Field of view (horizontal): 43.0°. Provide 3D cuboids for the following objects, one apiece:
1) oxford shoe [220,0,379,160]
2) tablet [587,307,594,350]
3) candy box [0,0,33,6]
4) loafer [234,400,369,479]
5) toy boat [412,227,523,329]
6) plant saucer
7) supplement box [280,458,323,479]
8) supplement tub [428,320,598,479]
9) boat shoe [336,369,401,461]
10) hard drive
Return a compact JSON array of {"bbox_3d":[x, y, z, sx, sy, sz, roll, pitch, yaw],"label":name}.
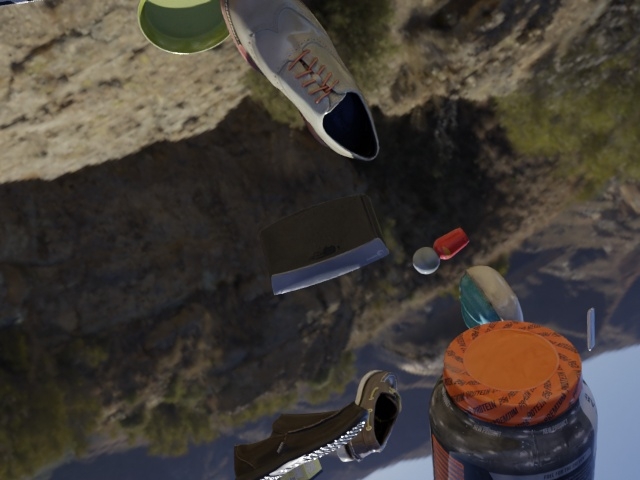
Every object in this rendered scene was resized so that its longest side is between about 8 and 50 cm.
[{"bbox_3d":[-0.013,-0.290,1.376,0.140,0.146,0.397,-45,127,1],"label":"oxford shoe"},{"bbox_3d":[0.370,0.120,1.113,0.006,0.054,0.083,-1,177,22],"label":"tablet"},{"bbox_3d":[-0.316,-0.352,1.008,0.196,0.070,0.165,-14,-150,-12],"label":"candy box"},{"bbox_3d":[-0.036,0.281,1.173,0.220,0.078,0.080,-28,159,4],"label":"loafer"},{"bbox_3d":[0.358,0.119,1.961,0.148,0.318,0.267,-34,151,2],"label":"toy boat"},{"bbox_3d":[-0.293,-0.525,1.824,0.241,0.037,0.241,-15,145,-11],"label":"plant saucer"},{"bbox_3d":[-0.054,0.504,1.845,0.083,0.083,0.056,-22,180,35],"label":"supplement box"},{"bbox_3d":[0.247,0.286,1.053,0.207,0.338,0.207,-5,-150,3],"label":"supplement tub"},{"bbox_3d":[0.129,0.382,1.825,0.097,0.116,0.324,-15,-169,25],"label":"boat shoe"},{"bbox_3d":[0.000,0.000,1.702,0.255,0.172,0.054,-20,144,4],"label":"hard drive"}]
